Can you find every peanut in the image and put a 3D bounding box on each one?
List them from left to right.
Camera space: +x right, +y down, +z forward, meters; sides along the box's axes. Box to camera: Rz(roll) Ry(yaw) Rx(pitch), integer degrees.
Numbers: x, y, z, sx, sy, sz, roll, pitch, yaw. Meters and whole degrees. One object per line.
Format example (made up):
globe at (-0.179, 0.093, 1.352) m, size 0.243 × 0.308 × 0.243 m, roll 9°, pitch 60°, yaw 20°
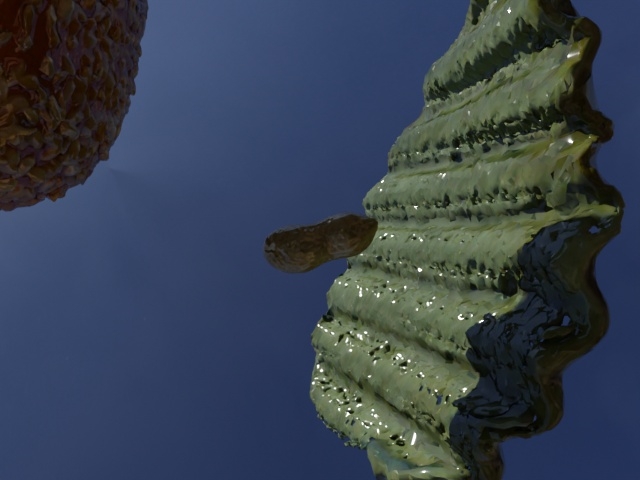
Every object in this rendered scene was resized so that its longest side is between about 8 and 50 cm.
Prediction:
peanut at (0.000, 0.000, 0.446) m, size 0.083 × 0.037 × 0.037 m, roll -21°, pitch -76°, yaw 15°

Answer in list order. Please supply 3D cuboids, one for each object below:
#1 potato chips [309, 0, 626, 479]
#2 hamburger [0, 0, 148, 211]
potato chips at (0.081, -0.004, 0.508) m, size 0.070 × 0.429 × 0.358 m, roll 16°, pitch -95°, yaw -11°
hamburger at (-0.266, -0.187, 0.468) m, size 0.250 × 0.330 × 0.330 m, roll 0°, pitch -84°, yaw 2°
